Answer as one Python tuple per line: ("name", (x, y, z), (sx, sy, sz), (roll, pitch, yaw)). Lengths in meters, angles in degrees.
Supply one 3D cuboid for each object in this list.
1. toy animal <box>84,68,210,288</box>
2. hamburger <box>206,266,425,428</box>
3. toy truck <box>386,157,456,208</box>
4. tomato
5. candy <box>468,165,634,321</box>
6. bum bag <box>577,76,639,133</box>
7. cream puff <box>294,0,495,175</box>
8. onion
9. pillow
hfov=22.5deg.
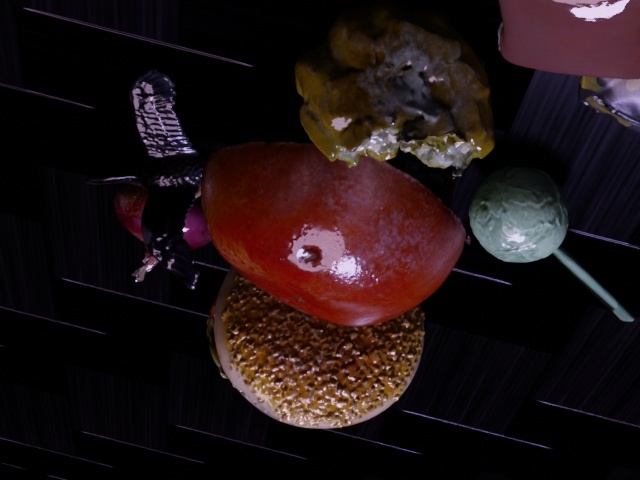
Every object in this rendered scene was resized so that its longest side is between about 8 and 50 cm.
("toy animal", (-0.201, -0.073, 2.058), (0.197, 0.273, 0.160), (-5, -179, 40))
("hamburger", (-0.005, 0.121, 2.190), (0.302, 0.302, 0.170), (14, 162, 1))
("toy truck", (0.068, -0.061, 2.019), (0.177, 0.080, 0.115), (18, 164, -11))
("tomato", (0.001, 0.010, 1.930), (0.338, 0.144, 0.338), (16, 160, 6))
("candy", (0.315, 0.023, 2.061), (0.119, 0.119, 0.440), (-2, 158, 31))
("bum bag", (0.378, -0.140, 1.709), (0.232, 0.060, 0.106), (23, 145, -20))
("cream puff", (0.076, -0.160, 1.723), (0.221, 0.195, 0.195), (6, 156, -11))
("onion", (-0.226, -0.009, 2.206), (0.150, 0.140, 0.150), (25, 168, 6))
("pillow", (0.253, -0.228, 1.578), (0.171, 0.075, 0.179), (7, 154, 15))
